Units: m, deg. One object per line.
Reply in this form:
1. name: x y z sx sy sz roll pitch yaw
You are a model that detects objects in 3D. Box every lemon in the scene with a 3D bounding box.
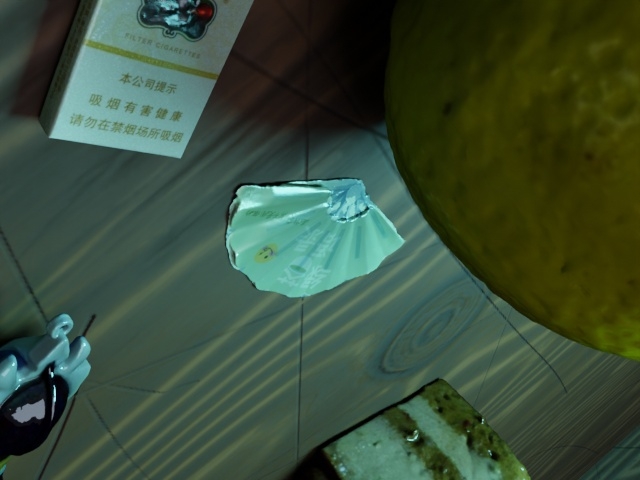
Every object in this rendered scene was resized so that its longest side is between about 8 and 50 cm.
1. lemon: 0.206 -0.086 0.450 0.336 0.336 0.336 -26 142 -22

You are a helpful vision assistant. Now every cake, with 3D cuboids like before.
1. cake: 0.104 0.351 0.941 0.293 0.199 0.196 -19 141 -28

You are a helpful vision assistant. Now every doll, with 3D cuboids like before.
1. doll: -0.216 0.120 0.492 0.195 0.070 0.096 -51 160 24

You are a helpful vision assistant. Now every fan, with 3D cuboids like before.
1. fan: 0.000 0.000 0.627 0.240 0.009 0.131 15 119 -51

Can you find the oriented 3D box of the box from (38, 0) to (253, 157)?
1. box: -0.086 -0.126 0.395 0.090 0.024 0.167 4 125 -46
